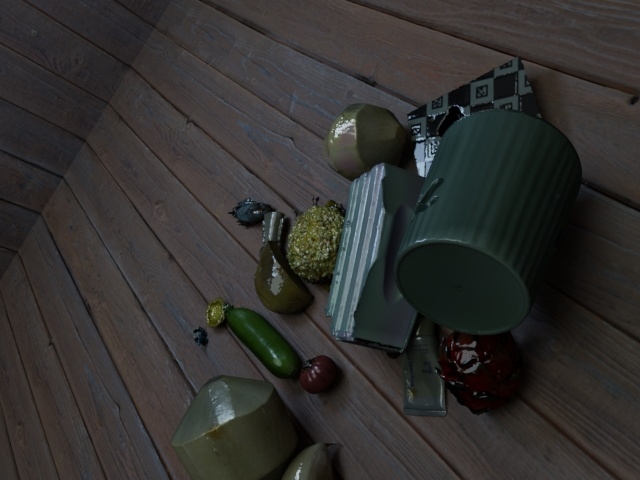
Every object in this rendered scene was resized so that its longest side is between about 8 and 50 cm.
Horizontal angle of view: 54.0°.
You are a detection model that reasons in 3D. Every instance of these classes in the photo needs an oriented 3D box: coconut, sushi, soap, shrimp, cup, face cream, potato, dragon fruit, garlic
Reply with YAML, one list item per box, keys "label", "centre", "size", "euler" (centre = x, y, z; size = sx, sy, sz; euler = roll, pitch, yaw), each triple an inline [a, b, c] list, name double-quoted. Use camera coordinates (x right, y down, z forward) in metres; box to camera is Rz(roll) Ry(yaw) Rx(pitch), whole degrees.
- label: "coconut"
  centre: [-0.218, 0.489, 1.593]
  size: [0.323, 0.323, 0.322]
  euler: [-20, 58, 35]
- label: "sushi"
  centre: [0.399, -0.246, 1.579]
  size: [0.339, 0.069, 0.320]
  euler: [-25, 64, 32]
- label: "soap"
  centre: [0.145, 0.043, 1.543]
  size: [0.261, 0.156, 0.446]
  euler: [155, 130, -67]
- label: "shrimp"
  centre: [-0.248, -0.096, 2.091]
  size: [0.233, 0.079, 0.090]
  euler: [1, 109, 48]
- label: "coconut"
  centre: [0.125, -0.266, 1.724]
  size: [0.237, 0.237, 0.197]
  euler: [-4, 73, 42]
- label: "cup"
  centre: [0.344, -0.009, 1.295]
  size: [0.310, 0.400, 0.392]
  euler: [8, 47, 29]
- label: "face cream"
  centre: [0.238, 0.294, 1.469]
  size: [0.114, 0.070, 0.224]
  euler: [-10, 73, 40]
- label: "potato"
  centre: [-0.140, 0.117, 1.831]
  size: [0.138, 0.098, 0.243]
  euler: [-43, 58, 11]
- label: "dragon fruit"
  centre: [0.331, 0.256, 1.317]
  size: [0.182, 0.182, 0.188]
  euler: [-41, 47, 21]
- label: "garlic"
  centre: [-0.021, 0.604, 1.499]
  size: [0.145, 0.164, 0.244]
  euler: [120, 152, -61]

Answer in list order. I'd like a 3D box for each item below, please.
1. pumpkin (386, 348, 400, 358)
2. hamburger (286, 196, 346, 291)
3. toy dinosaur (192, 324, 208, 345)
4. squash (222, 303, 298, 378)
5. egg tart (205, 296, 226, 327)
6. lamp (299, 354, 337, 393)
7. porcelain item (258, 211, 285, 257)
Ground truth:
- label: "pumpkin"
  centre: [0.186, 0.255, 1.553]
  size: [0.050, 0.028, 0.083]
  euler: [38, 101, 44]
- label: "hamburger"
  centre: [0.000, 0.000, 1.766]
  size: [0.243, 0.139, 0.261]
  euler: [-53, 46, 11]
- label: "toy dinosaur"
  centre: [-0.394, 0.312, 2.046]
  size: [0.030, 0.047, 0.083]
  euler: [-38, 48, 21]
- label: "squash"
  centre: [-0.179, 0.281, 1.828]
  size: [0.379, 0.101, 0.101]
  euler: [32, 93, 47]
- label: "egg tart"
  centre: [-0.332, 0.236, 2.030]
  size: [0.105, 0.039, 0.105]
  euler: [-20, 58, 35]
- label: "lamp"
  centre: [-0.005, 0.349, 1.637]
  size: [0.107, 0.092, 0.107]
  euler: [-45, 12, 12]
- label: "porcelain item"
  centre: [-0.152, 0.018, 1.957]
  size: [0.084, 0.054, 0.213]
  euler: [-10, 69, 39]
